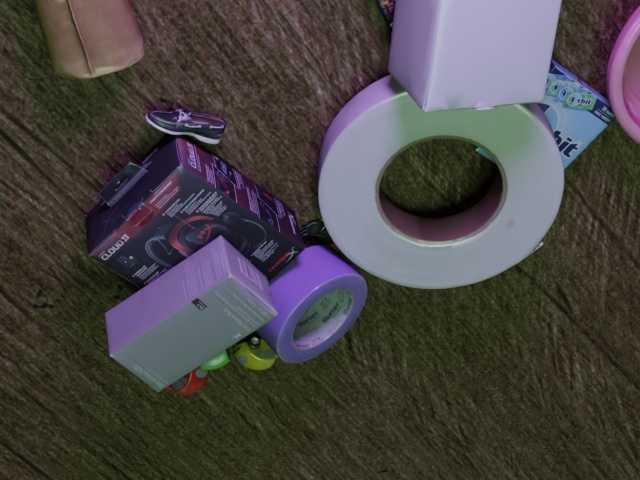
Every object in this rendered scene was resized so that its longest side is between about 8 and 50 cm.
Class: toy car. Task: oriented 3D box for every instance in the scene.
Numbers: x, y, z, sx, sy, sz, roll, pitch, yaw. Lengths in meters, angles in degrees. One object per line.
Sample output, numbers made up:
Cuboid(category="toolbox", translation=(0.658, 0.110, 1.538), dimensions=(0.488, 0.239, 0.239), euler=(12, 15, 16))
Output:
Cuboid(category="toy car", translation=(-0.172, 0.199, 2.165), dimensions=(0.239, 0.053, 0.225), euler=(-19, 164, 0))

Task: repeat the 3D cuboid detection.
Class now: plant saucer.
Cuboid(category="plant saucer", translation=(0.597, -0.289, 2.025), dimensions=(0.332, 0.084, 0.332), euler=(-6, 129, -8))

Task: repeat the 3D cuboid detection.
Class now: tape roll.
Cuboid(category="tape roll", translation=(0.188, -0.093, 2.048), dimensions=(0.392, 0.072, 0.392), euler=(-1, 127, -1))
Cuboid(category="tape roll", translation=(-0.020, 0.105, 2.131), dimensions=(0.189, 0.080, 0.189), euler=(-31, 146, -24))

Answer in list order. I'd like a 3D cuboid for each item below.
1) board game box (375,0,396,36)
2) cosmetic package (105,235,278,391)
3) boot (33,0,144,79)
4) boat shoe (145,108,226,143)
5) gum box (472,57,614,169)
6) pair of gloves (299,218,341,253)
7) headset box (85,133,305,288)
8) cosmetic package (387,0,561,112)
Cuboid(category="board game box", translation=(0.114, -0.417, 1.847), dimensions=(0.136, 0.030, 0.260), euler=(-27, 128, 5))
Cuboid(category="cosmetic package", translation=(-0.201, 0.114, 1.992), dimensions=(0.238, 0.107, 0.127), euler=(-36, 130, 14))
Cuboid(category="boot", translation=(-0.382, -0.333, 1.757), dimensions=(0.236, 0.089, 0.270), euler=(-14, 130, -2))
Cuboid(category="boat shoe", translation=(-0.199, -0.178, 1.944), dimensions=(0.125, 0.046, 0.038), euler=(15, 122, -26))
Cuboid(category="gum box", translation=(0.357, -0.182, 2.076), dimensions=(0.157, 0.041, 0.184), euler=(30, 115, -30))
Cuboid(category="pair of gloves", translation=(0.000, 0.000, 2.151), dimensions=(0.074, 0.010, 0.083), euler=(-27, 127, 8))
Cuboid(category="headset box", translation=(-0.206, -0.020, 2.022), dimensions=(0.293, 0.110, 0.218), euler=(34, 114, -32))
Cuboid(category="cosmetic package", translation=(0.222, -0.374, 1.792), dimensions=(0.197, 0.155, 0.366), euler=(-5, 123, -20))
